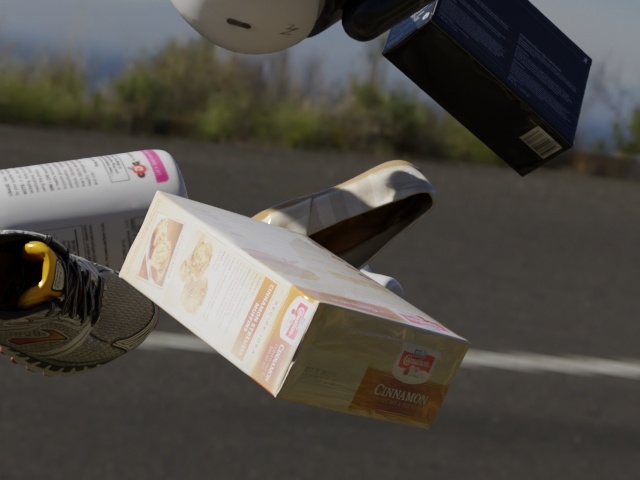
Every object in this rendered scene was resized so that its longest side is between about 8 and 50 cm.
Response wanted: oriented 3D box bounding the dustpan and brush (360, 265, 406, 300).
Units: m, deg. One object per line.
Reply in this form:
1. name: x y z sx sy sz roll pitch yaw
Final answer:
1. dustpan and brush: 0.050 0.057 1.898 0.060 0.211 0.147 2 -1 22

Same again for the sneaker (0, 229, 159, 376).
1. sneaker: -0.198 0.043 1.274 0.093 0.088 0.225 -18 -19 40

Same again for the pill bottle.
1. pill bottle: -0.286 0.000 1.891 0.283 0.160 0.160 -8 11 -18

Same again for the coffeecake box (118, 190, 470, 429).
1. coffeecake box: -0.019 0.045 1.185 0.142 0.068 0.185 17 11 -43

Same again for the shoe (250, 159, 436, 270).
1. shoe: 0.000 0.000 1.538 0.219 0.076 0.058 -29 33 -8

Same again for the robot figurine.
1. robot figurine: -0.009 -0.267 1.516 0.278 0.173 0.209 -37 28 -30

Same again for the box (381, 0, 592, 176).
1. box: 0.221 -0.238 2.363 0.261 0.184 0.103 39 -44 -19
